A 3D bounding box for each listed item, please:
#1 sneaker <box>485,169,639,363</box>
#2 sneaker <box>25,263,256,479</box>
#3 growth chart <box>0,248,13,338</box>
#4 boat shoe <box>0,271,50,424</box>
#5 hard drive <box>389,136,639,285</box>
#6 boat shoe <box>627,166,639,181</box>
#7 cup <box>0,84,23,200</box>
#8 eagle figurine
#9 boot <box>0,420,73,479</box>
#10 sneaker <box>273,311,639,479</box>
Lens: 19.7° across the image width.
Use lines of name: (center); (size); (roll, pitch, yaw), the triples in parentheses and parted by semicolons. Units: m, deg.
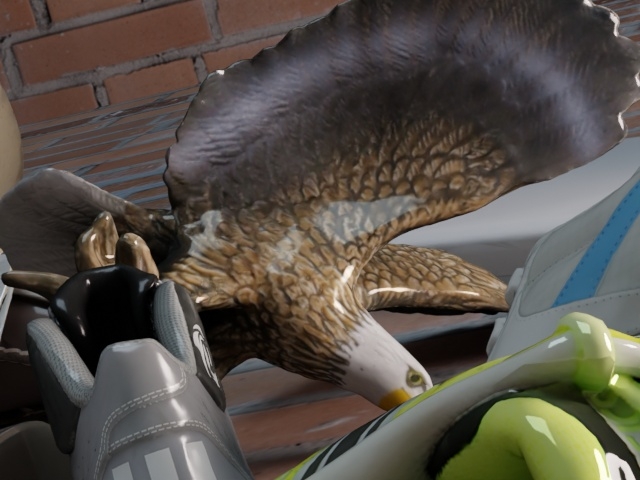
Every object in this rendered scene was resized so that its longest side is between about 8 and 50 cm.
sneaker: (0.086, 0.059, 0.594); (0.229, 0.087, 0.092); (-48, 33, 13)
sneaker: (-0.059, 0.076, 0.666); (0.086, 0.132, 0.229); (-16, -9, -13)
growth chart: (-0.244, 0.066, 1.022); (0.172, 0.021, 0.237); (-17, 38, 11)
boat shoe: (-0.240, 0.077, 1.120); (0.324, 0.116, 0.097); (5, 60, 26)
hard drive: (0.149, -0.019, 1.211); (0.353, 0.047, 0.233); (-6, 14, 40)
boat shoe: (0.165, 0.068, 0.660); (0.091, 0.114, 0.302); (-52, 19, 8)
cup: (-0.414, -0.017, 1.381); (0.331, 0.331, 0.237); (-11, 38, 20)
eagle figurine: (0.007, 0.009, 0.933); (0.298, 0.225, 0.226); (-34, 9, -30)
boot: (-0.244, 0.157, 0.784); (0.229, 0.091, 0.263); (-17, 1, 27)
sneaker: (0.103, 0.078, 0.431); (0.384, 0.147, 0.145); (-26, 56, -17)
